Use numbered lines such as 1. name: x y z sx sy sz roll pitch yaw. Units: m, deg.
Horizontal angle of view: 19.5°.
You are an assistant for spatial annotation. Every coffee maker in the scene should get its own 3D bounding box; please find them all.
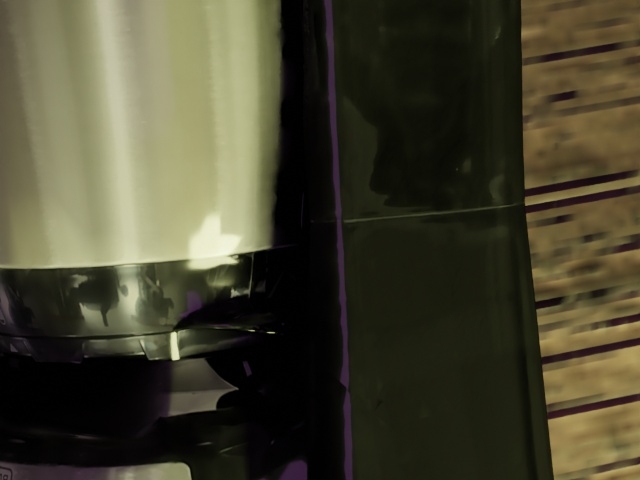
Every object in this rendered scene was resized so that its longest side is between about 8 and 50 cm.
1. coffee maker: 0.000 0.000 0.378 0.171 0.120 0.178 -5 95 -12
